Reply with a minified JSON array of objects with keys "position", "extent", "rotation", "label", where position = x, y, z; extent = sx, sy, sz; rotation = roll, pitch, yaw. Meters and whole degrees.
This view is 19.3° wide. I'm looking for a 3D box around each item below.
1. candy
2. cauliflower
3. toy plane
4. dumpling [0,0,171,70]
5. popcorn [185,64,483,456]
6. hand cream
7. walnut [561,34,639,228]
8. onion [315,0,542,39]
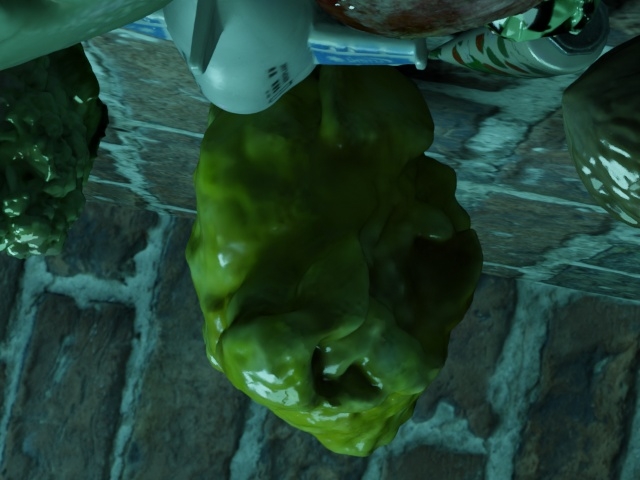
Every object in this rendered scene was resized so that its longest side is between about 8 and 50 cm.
[{"position":[0.159,-0.176,1.006],"extent":[0.091,0.083,0.305],"rotation":[14,165,-18],"label":"candy"},{"position":[-0.275,-0.043,1.239],"extent":[0.256,0.315,0.239],"rotation":[29,-179,18],"label":"cauliflower"},{"position":[-0.055,-0.154,1.276],"extent":[0.267,0.122,0.267],"rotation":[11,177,1],"label":"toy plane"},{"position":[-0.174,-0.171,0.907],"extent":[0.270,0.211,0.321],"rotation":[15,162,-18],"label":"dumpling"},{"position":[-0.009,0.006,1.625],"extent":[0.294,0.334,0.292],"rotation":[-32,155,35],"label":"popcorn"},{"position":[0.149,-0.141,1.361],"extent":[0.095,0.059,0.276],"rotation":[8,178,-7],"label":"hand cream"},{"position":[0.273,-0.068,1.304],"extent":[0.230,0.178,0.178],"rotation":[16,173,-14],"label":"walnut"},{"position":[0.069,-0.169,0.823],"extent":[0.195,0.159,0.159],"rotation":[-12,163,30],"label":"onion"}]
